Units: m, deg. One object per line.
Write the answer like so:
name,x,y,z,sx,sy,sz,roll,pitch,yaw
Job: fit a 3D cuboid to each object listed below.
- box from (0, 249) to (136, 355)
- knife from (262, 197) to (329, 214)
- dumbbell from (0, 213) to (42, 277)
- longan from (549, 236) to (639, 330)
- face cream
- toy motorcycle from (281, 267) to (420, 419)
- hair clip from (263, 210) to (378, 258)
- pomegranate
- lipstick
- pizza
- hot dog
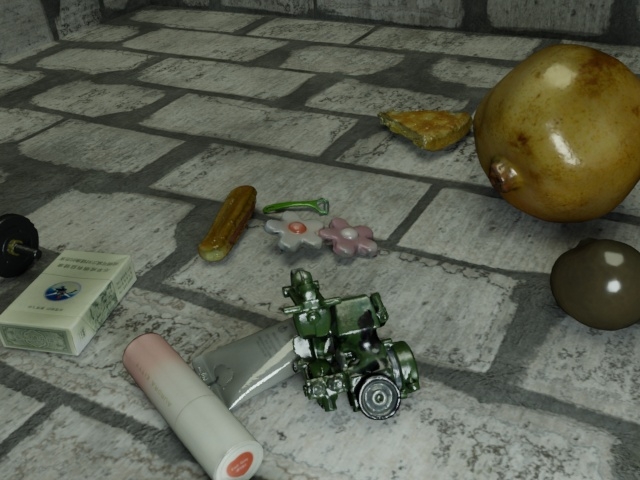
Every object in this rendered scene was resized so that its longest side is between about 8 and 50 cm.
box,-0.507,0.119,1.407,0.164,0.069,0.256,4,32,13
knife,-0.062,-0.087,1.729,0.166,0.022,0.078,-1,27,2
dumbbell,-0.747,-0.004,1.555,0.325,0.143,0.143,13,36,25
longan,0.517,0.079,1.270,0.189,0.189,0.189,-3,32,2
face cream,-0.065,0.192,1.236,0.314,0.089,0.143,-22,43,-16
toy motorcycle,0.047,0.164,1.151,0.205,0.275,0.127,-12,-10,-10
hair clip,0.001,-0.007,1.557,0.257,0.075,0.146,2,28,1
pomegranate,0.529,-0.234,1.559,0.417,0.416,0.416,-3,32,2
lipstick,-0.217,0.266,1.126,0.087,0.087,0.327,-24,37,-29
pizza,0.293,-0.337,2.045,0.280,0.075,0.288,-26,36,-37
hot dog,-0.216,-0.042,1.635,0.088,0.061,0.286,3,34,17
